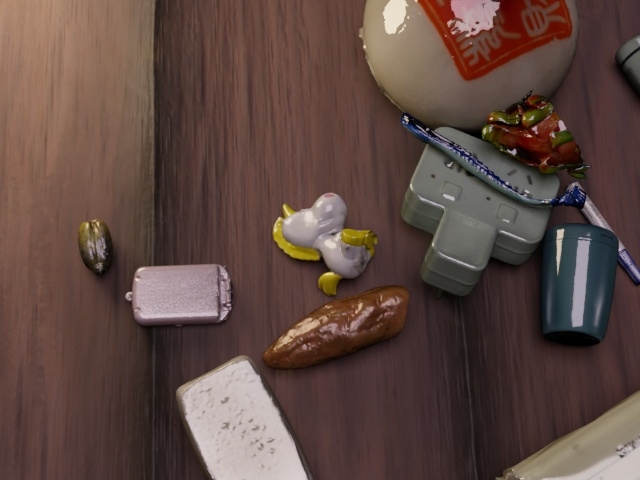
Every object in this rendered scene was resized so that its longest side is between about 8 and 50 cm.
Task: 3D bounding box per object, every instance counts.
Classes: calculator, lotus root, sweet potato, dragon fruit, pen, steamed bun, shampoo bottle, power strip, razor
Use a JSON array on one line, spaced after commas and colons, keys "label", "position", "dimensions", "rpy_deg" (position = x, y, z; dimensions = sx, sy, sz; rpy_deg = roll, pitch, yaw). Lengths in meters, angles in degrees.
[{"label": "calculator", "position": [-0.226, 0.087, 1.854], "dimensions": [0.175, 0.032, 0.100], "rpy_deg": [-2, 69, -2]}, {"label": "lotus root", "position": [-0.363, 0.012, 1.869], "dimensions": [0.054, 0.049, 0.099], "rpy_deg": [-8, 69, -14]}, {"label": "sweet potato", "position": [0.029, 0.145, 1.812], "dimensions": [0.252, 0.097, 0.097], "rpy_deg": [-25, 72, -6]}, {"label": "dragon fruit", "position": [0.346, -0.169, 1.853], "dimensions": [0.175, 0.138, 0.142], "rpy_deg": [-4, 69, 5]}, {"label": "pen", "position": [0.474, -0.013, 1.918], "dimensions": [0.025, 0.025, 0.204], "rpy_deg": [-29, 74, -12]}, {"label": "steamed bun", "position": [-0.109, 0.304, 1.708], "dimensions": [0.146, 0.164, 0.241], "rpy_deg": [-26, 74, -9]}, {"label": "shampoo bottle", "position": [0.607, -0.235, 1.971], "dimensions": [0.085, 0.085, 0.262], "rpy_deg": [-26, 73, -11]}, {"label": "steamed bun", "position": [0.258, -0.375, 1.935], "dimensions": [0.375, 0.241, 0.374], "rpy_deg": [2, 68, -4]}, {"label": "power strip", "position": [0.243, -0.027, 1.879], "dimensions": [0.230, 0.141, 0.261], "rpy_deg": [22, 56, 5]}, {"label": "razor", "position": [0.266, -0.116, 1.837], "dimensions": [0.324, 0.093, 0.056], "rpy_deg": [27, 89, 12]}]

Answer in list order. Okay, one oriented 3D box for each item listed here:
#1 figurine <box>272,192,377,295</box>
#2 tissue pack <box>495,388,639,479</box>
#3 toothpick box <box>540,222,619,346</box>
[{"label": "figurine", "position": [0.004, -0.007, 1.871], "dimensions": [0.129, 0.109, 0.178], "rpy_deg": [-45, 73, 7]}, {"label": "tissue pack", "position": [0.488, 0.370, 1.679], "dimensions": [0.380, 0.207, 0.297], "rpy_deg": [-27, 75, -11]}, {"label": "toothpick box", "position": [0.409, 0.074, 1.834], "dimensions": [0.120, 0.120, 0.184], "rpy_deg": [8, 72, 1]}]
